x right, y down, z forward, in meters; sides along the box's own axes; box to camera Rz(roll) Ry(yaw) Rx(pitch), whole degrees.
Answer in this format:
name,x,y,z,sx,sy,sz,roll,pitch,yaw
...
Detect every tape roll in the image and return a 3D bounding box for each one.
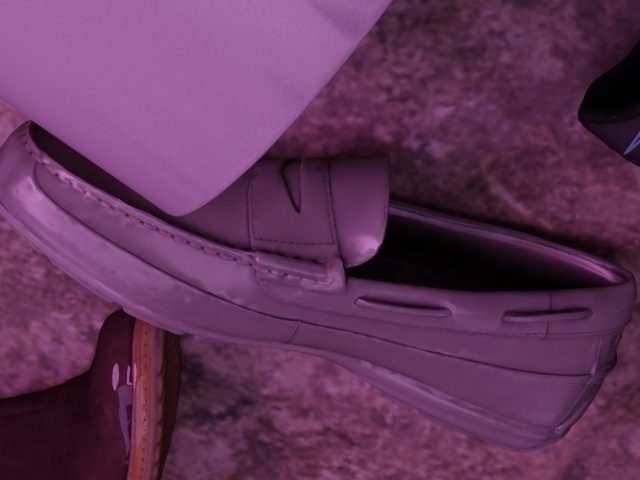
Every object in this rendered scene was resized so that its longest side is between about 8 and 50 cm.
name,x,y,z,sx,sy,sz,roll,pitch,yaw
tape roll,-0.056,-0.154,0.751,0.169,0.246,0.246,36,121,-15

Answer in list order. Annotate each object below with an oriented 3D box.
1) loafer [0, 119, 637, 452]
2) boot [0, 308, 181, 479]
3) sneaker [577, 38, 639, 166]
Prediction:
name,x,y,z,sx,sy,sz,roll,pitch,yaw
loafer,0.000,0.000,0.932,0.319,0.112,0.111,20,119,-14
boot,-0.190,0.118,1.040,0.207,0.090,0.248,14,128,-3
sneaker,0.199,-0.126,0.819,0.106,0.101,0.267,20,123,-2
